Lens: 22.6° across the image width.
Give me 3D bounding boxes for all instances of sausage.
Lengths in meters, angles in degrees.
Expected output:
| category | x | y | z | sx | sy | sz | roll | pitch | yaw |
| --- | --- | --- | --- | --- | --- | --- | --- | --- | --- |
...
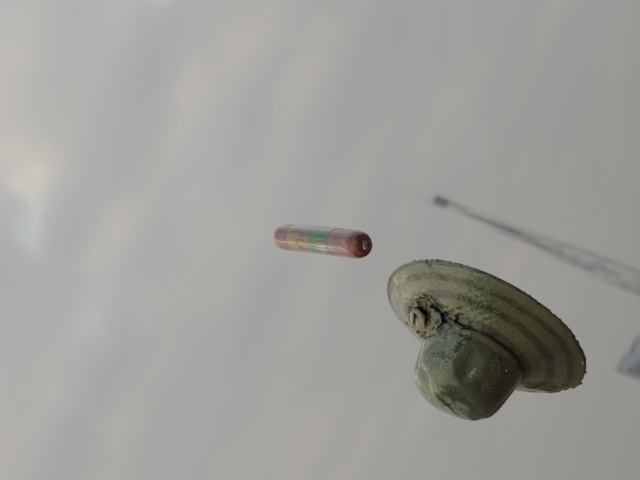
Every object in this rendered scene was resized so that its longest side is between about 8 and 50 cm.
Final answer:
| category | x | y | z | sx | sy | sz | roll | pitch | yaw |
| --- | --- | --- | --- | --- | --- | --- | --- | --- | --- |
| sausage | 0.000 | 0.000 | 1.638 | 0.223 | 0.029 | 0.029 | 6 | 71 | 66 |

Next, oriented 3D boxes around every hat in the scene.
| category | x | y | z | sx | sy | sz | roll | pitch | yaw |
| --- | --- | --- | --- | --- | --- | --- | --- | --- | --- |
| hat | 0.161 | 0.139 | 1.781 | 0.110 | 0.252 | 0.252 | -59 | -21 | -26 |
